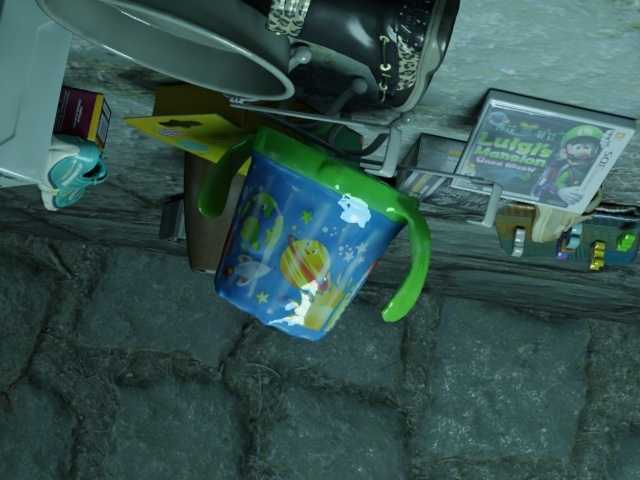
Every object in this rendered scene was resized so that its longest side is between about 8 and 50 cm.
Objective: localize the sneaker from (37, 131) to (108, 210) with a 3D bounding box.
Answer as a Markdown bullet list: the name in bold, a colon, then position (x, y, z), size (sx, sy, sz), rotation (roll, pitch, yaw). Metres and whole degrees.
- **sneaker**: position (-0.401, -0.108, 1.547), size (0.110, 0.107, 0.275), rotation (2, 173, -10)

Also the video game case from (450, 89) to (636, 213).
- **video game case**: position (0.285, -0.111, 1.240), size (0.190, 0.022, 0.173), rotation (12, 142, -4)

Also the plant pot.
- **plant pot**: position (-0.160, -0.049, 1.723), size (0.215, 0.230, 0.215), rotation (10, 171, 2)

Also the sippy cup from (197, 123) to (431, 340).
- **sippy cup**: position (-0.021, -0.001, 1.231), size (0.240, 0.224, 0.305), rotation (23, -175, -24)

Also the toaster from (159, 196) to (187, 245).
- **toaster**: position (-0.284, -0.039, 2.310), size (0.168, 0.110, 0.185), rotation (14, 170, -26)

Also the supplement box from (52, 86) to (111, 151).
- **supplement box**: position (-0.448, -0.206, 1.558), size (0.188, 0.081, 0.104), rotation (11, 171, -4)

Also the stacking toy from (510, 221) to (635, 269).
- **stacking toy**: position (0.442, -0.004, 1.685), size (0.167, 0.052, 0.221), rotation (9, 167, 2)

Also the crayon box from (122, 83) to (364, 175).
- **crayon box**: position (-0.108, -0.164, 1.422), size (0.202, 0.081, 0.318), rotation (3, 169, 39)

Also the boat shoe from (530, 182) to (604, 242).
- **boat shoe**: position (0.373, -0.062, 1.430), size (0.098, 0.109, 0.302), rotation (9, 165, 13)

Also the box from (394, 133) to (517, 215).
- **box**: position (0.225, -0.099, 1.517), size (0.183, 0.056, 0.231), rotation (12, 171, -2)

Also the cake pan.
- **cake pan**: position (-0.160, -0.231, 1.041), size (0.293, 0.054, 0.293), rotation (18, 176, 1)

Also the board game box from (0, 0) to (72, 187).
- **board game box**: position (-0.441, -0.185, 1.232), size (0.097, 0.224, 0.303), rotation (16, 169, -37)

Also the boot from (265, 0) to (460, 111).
- **boot**: position (0.036, -0.213, 0.981), size (0.178, 0.085, 0.236), rotation (16, 171, -3)

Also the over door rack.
- **over door rack**: position (0.059, -0.143, 1.193), size (0.239, 0.108, 0.324), rotation (20, -172, -46)

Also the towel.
- **towel**: position (0.464, -0.020, 1.797), size (0.271, 0.040, 0.370), rotation (7, 168, 17)

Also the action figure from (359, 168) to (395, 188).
- **action figure**: position (0.056, -0.100, 1.711), size (0.232, 0.063, 0.137), rotation (17, 173, -15)
